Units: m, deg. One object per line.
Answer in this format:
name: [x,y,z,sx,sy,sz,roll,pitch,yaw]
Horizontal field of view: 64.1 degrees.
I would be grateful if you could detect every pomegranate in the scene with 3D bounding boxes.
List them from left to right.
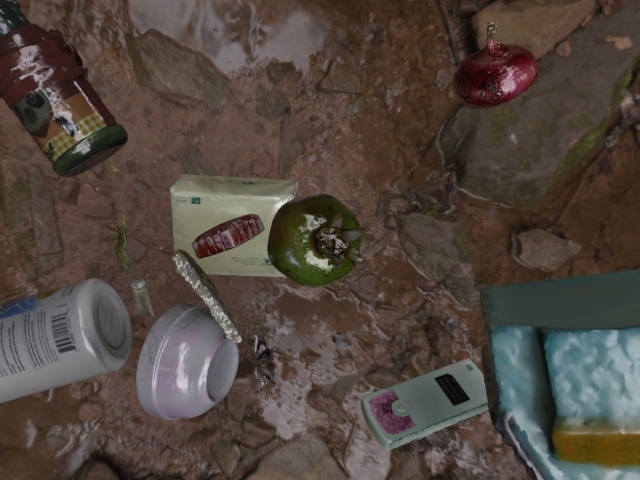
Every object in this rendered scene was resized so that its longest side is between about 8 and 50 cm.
pomegranate: [0.000,0.000,0.926,0.182,0.224,0.181,1,88,-19]

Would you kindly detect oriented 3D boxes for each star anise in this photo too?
star anise: [-0.204,0.417,1.783,0.065,0.182,0.195,-12,50,-30]

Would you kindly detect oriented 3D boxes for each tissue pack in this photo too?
tissue pack: [-0.260,-0.049,1.610,0.381,0.207,0.296,1,115,0]

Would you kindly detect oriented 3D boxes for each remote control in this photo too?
remote control: [0.278,0.411,1.302,0.344,0.145,0.050,-13,132,-18]

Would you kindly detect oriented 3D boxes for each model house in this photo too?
model house: [0.287,0.174,0.511,0.230,0.280,0.248,-10,92,17]

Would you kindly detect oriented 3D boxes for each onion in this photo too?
onion: [0.299,-0.317,0.903,0.150,0.150,0.140,-43,129,-10]

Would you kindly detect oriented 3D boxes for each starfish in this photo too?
starfish: [-0.645,0.021,1.668,0.050,0.223,0.216,-7,127,-36]

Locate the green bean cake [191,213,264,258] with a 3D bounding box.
green bean cake: [-0.214,-0.013,1.180,0.135,0.136,0.056,-34,105,-57]

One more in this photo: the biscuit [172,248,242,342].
biscuit: [-0.250,0.109,1.120,0.032,0.133,0.249,-32,115,-6]

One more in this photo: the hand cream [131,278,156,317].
hand cream: [-0.503,0.166,1.446,0.061,0.039,0.143,7,131,1]

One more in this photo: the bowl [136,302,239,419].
bowl: [-0.300,0.303,1.252,0.144,0.287,0.286,8,87,18]

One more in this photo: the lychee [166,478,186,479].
lychee: [-0.500,0.908,1.689,0.255,0.255,0.299,-21,100,-13]

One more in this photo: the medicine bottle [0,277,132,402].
medicine bottle: [-0.473,0.170,0.828,0.289,0.157,0.156,-15,93,2]

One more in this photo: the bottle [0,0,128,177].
bottle: [-0.440,-0.239,0.807,0.156,0.143,0.271,-37,102,-16]
